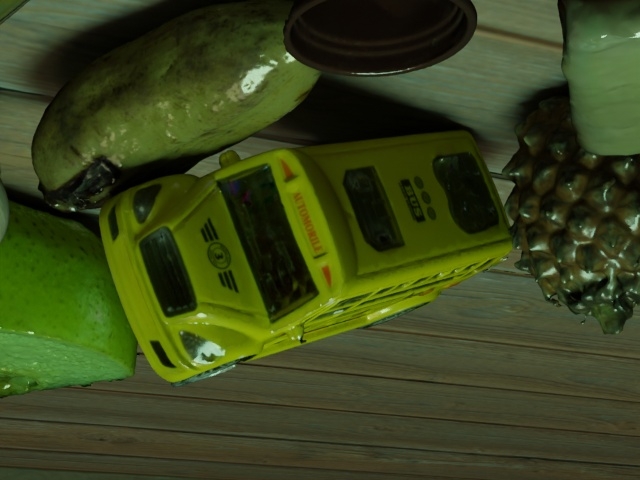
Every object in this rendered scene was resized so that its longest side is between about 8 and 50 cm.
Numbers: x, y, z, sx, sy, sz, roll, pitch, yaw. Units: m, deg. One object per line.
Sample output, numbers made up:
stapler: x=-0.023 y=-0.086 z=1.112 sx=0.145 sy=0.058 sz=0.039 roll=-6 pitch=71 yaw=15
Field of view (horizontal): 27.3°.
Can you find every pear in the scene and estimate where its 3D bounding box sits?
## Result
pear: x=-0.332 y=0.044 z=1.202 sx=0.293 sy=0.159 sz=0.292 roll=-3 pitch=158 yaw=-1

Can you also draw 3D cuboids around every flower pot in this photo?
flower pot: x=0.032 y=-0.158 z=0.758 sx=0.111 sy=0.089 sz=0.111 roll=-2 pitch=160 yaw=-1

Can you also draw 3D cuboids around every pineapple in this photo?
pineapple: x=0.217 y=-0.018 z=0.999 sx=0.166 sy=0.193 sz=0.166 roll=0 pitch=156 yaw=0

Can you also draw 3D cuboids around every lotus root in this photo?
lotus root: x=-0.102 y=-0.098 z=0.913 sx=0.258 sy=0.097 sz=0.110 roll=-23 pitch=162 yaw=30

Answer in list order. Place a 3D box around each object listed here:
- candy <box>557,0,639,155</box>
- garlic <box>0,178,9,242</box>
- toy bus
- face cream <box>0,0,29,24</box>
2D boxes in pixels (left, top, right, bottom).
candy: x=0.291 y=-0.149 z=0.730 sx=0.321 sy=0.135 sz=0.179 roll=-5 pitch=158 yaw=18
garlic: x=-0.331 y=-0.072 z=0.924 sx=0.199 sy=0.199 sz=0.226 roll=-5 pitch=127 yaw=12
toy bus: x=0.000 y=0.000 z=0.980 sx=0.152 sy=0.144 sz=0.330 roll=-26 pitch=171 yaw=38
face cream: x=-0.225 y=-0.167 z=0.752 sx=0.139 sy=0.067 sz=0.285 roll=14 pitch=156 yaw=-38
